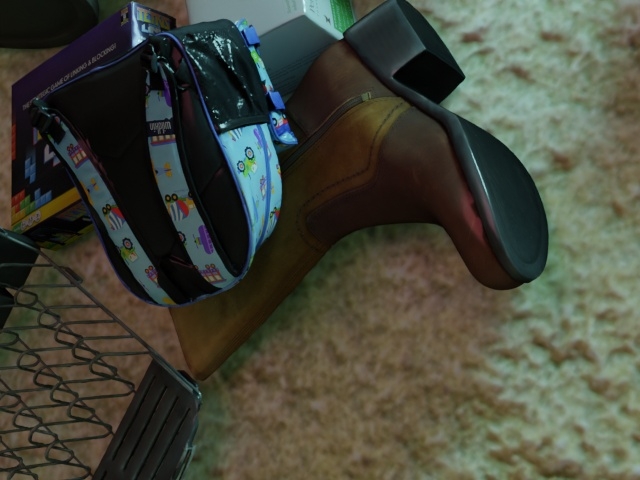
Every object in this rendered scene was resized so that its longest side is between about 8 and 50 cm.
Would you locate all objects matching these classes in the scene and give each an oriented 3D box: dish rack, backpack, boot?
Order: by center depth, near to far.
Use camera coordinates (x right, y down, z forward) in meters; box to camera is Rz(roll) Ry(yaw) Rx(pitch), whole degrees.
[{"bbox_3d":[-0.092,-0.049,1.190,0.158,0.117,0.173,-22,92,38],"label":"backpack"},{"bbox_3d":[0.000,0.000,1.200,0.280,0.096,0.264,-41,56,17],"label":"boot"},{"bbox_3d":[-0.211,0.129,1.297,0.271,0.074,0.208,37,107,36],"label":"dish rack"}]

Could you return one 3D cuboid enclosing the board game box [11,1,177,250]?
[{"bbox_3d":[-0.178,-0.086,1.355,0.170,0.048,0.141,-26,60,42],"label":"board game box"}]

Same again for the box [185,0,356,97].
[{"bbox_3d":[-0.037,-0.173,1.289,0.102,0.087,0.101,-24,62,26],"label":"box"}]

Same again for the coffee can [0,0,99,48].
[{"bbox_3d":[-0.263,-0.321,1.424,0.201,0.201,0.275,-4,72,33],"label":"coffee can"}]
